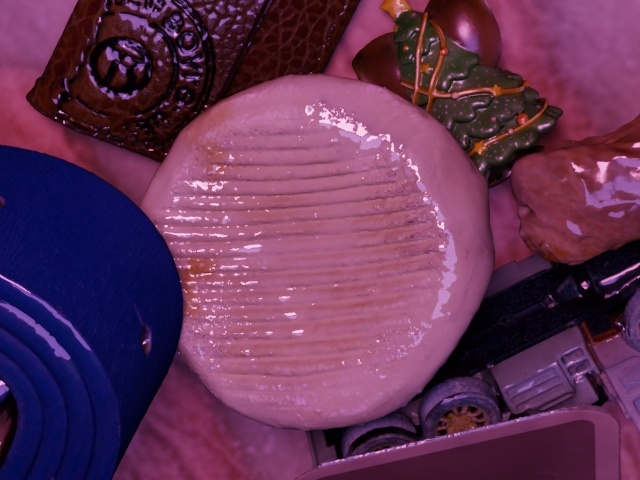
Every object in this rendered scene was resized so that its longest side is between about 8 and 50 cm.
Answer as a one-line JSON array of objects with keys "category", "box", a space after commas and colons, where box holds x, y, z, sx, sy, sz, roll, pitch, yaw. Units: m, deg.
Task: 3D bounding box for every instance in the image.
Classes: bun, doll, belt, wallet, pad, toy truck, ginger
[{"category": "bun", "box": [0.000, 0.000, 0.883, 0.183, 0.102, 0.183, 3, 104, 14]}, {"category": "doll", "box": [0.067, -0.074, 0.891, 0.078, 0.077, 0.113, -35, 111, 19]}, {"category": "belt", "box": [-0.228, 0.090, 0.862, 0.347, 0.117, 0.212, -31, 109, 28]}, {"category": "wallet", "box": [-0.036, -0.143, 0.873, 0.133, 0.039, 0.243, 23, 112, -19]}, {"category": "pad", "box": [0.080, 0.174, 0.967, 0.176, 0.002, 0.266, -13, 142, 0]}, {"category": "toy truck", "box": [0.106, 0.086, 0.952, 0.256, 0.108, 0.140, -27, 125, 8]}, {"category": "ginger", "box": [0.220, -0.085, 0.875, 0.290, 0.084, 0.122, -42, 122, -8]}]
